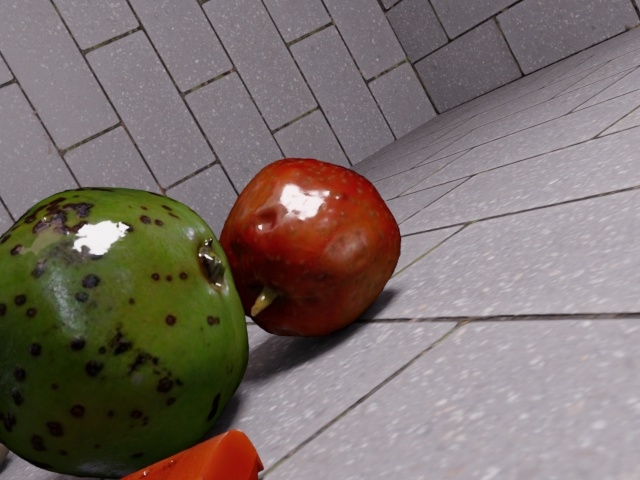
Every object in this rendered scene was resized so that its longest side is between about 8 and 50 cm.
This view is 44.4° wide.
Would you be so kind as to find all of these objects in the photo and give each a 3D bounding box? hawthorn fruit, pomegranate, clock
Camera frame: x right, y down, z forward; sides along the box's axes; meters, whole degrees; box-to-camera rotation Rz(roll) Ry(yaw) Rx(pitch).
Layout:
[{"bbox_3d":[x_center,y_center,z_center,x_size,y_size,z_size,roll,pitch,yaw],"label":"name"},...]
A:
[{"bbox_3d":[-0.020,0.019,0.762,0.179,0.179,0.200,-23,24,40],"label":"hawthorn fruit"},{"bbox_3d":[-0.187,0.085,0.663,0.270,0.254,0.254,-41,4,16],"label":"pomegranate"},{"bbox_3d":[-0.117,0.172,0.478,0.155,0.061,0.113,-25,8,14],"label":"clock"}]

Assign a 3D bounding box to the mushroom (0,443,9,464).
[{"bbox_3d":[-0.487,0.227,0.958,0.204,0.204,0.204,-28,7,4],"label":"mushroom"}]
